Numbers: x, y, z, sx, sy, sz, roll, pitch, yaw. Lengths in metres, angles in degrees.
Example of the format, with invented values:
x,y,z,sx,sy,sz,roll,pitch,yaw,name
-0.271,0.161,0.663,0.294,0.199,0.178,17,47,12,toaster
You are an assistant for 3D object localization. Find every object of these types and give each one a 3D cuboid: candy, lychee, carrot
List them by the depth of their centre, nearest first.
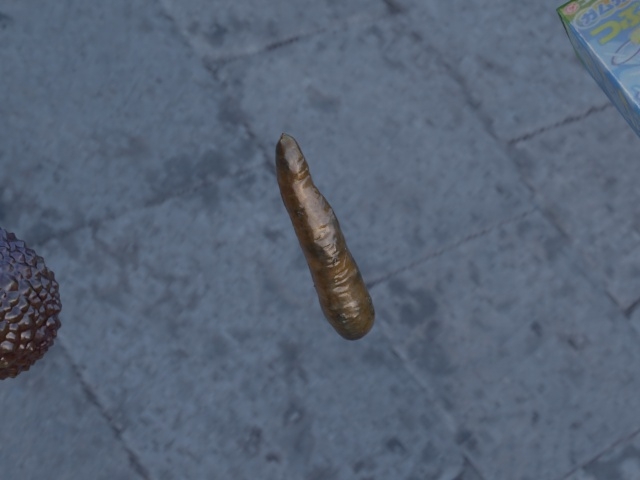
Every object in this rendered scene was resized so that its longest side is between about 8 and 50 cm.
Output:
x,y,z,sx,sy,sz,roll,pitch,yaw,name
0.001,0.000,0.986,0.036,0.035,0.165,-53,132,-43,carrot
0.275,-0.144,1.185,0.062,0.097,0.194,53,8,-41,candy
-0.369,0.064,1.592,0.188,0.188,0.188,16,51,-21,lychee
